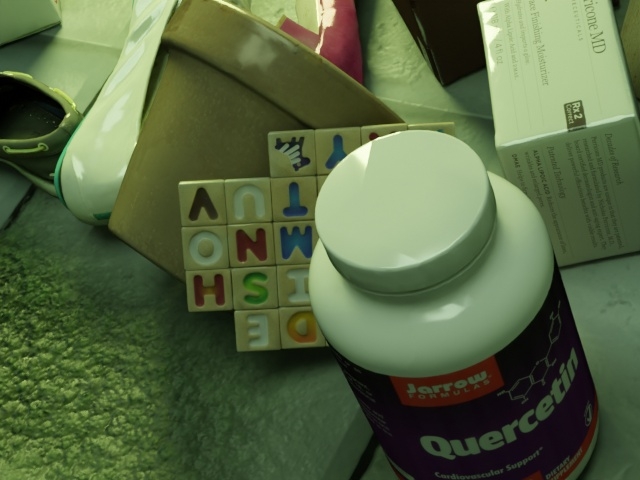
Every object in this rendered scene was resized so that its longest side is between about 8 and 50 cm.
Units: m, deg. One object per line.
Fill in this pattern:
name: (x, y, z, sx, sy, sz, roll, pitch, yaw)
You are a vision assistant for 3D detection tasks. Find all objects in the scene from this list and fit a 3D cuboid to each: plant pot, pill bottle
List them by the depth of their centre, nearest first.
pill bottle: (0.101, 0.068, 1.199, 0.181, 0.323, 0.181, -11, 50, 13)
plant pot: (-0.075, -0.065, 1.446, 0.263, 0.263, 0.229, 32, 86, 37)

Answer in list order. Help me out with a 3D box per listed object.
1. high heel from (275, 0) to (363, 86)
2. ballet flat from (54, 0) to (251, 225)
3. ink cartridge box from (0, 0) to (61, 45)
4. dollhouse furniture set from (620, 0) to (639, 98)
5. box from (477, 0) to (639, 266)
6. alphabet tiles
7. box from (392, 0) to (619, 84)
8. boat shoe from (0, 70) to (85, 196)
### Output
high heel: (0.029, -0.235, 1.657, 0.117, 0.082, 0.244, 33, 43, -4)
ballet flat: (-0.139, -0.186, 1.620, 0.139, 0.139, 0.400, 8, 63, 26)
ink cartridge box: (-0.377, -0.360, 1.835, 0.092, 0.160, 0.219, -19, 50, 6)
dollhouse furniture set: (0.387, -0.186, 1.491, 0.151, 0.123, 0.144, -14, 38, -38)
box: (0.220, -0.102, 1.384, 0.119, 0.182, 0.181, -13, 49, 12)
alphabet tiles: (0.000, 0.000, 1.357, 0.237, 0.198, 0.009, -3, 19, -1)
box: (0.164, -0.299, 1.571, 0.203, 0.168, 0.167, -24, 49, 1)
boat shoe: (-0.350, -0.138, 1.691, 0.305, 0.091, 0.109, 22, 64, 33)
